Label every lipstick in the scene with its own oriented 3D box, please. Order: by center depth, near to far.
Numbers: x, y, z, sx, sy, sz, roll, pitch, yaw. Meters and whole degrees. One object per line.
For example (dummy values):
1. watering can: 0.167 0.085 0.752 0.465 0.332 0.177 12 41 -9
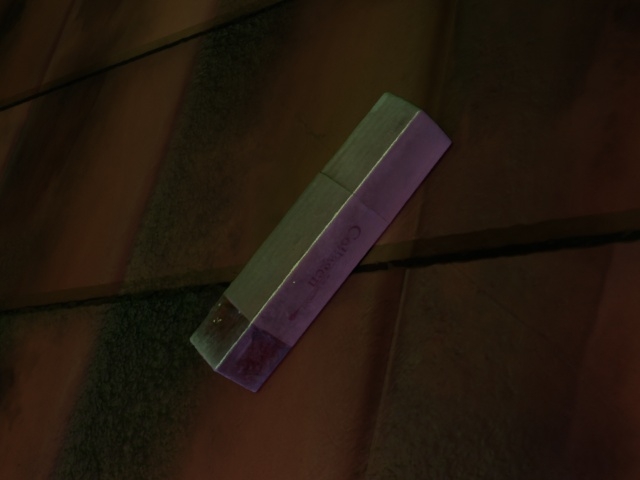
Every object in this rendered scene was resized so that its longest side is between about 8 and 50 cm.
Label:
1. lipstick: 0.000 0.000 1.016 0.371 0.076 0.080 -52 40 1
